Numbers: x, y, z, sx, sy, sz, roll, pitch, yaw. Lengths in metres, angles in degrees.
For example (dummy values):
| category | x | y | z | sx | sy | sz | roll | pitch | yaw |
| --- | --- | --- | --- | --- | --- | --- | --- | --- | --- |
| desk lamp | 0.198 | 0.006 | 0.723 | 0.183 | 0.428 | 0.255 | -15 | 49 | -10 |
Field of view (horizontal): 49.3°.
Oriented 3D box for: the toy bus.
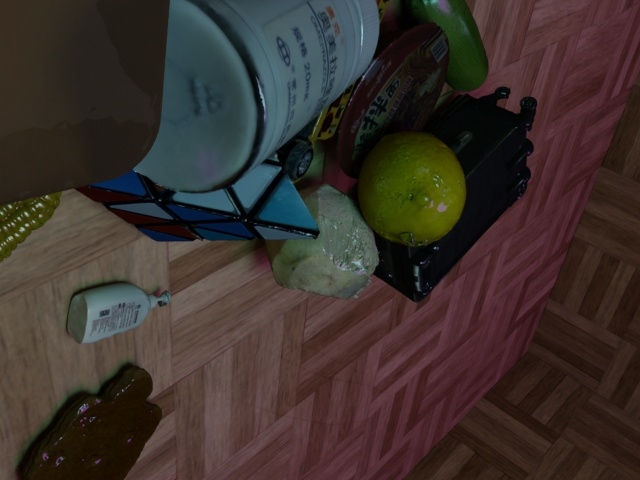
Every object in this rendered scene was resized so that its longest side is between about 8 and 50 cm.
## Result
| category | x | y | z | sx | sy | sz | roll | pitch | yaw |
| --- | --- | --- | --- | --- | --- | --- | --- | --- | --- |
| toy bus | -0.006 | -0.249 | 0.954 | 0.335 | 0.121 | 0.123 | -67 | 162 | 16 |

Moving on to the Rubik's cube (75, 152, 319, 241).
| category | x | y | z | sx | sy | sz | roll | pitch | yaw |
| --- | --- | --- | --- | --- | --- | --- | --- | --- | --- |
| Rubik's cube | -0.209 | -0.061 | 0.813 | 0.250 | 0.284 | 0.234 | -33 | 167 | 35 |

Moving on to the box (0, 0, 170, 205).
| category | x | y | z | sx | sy | sz | roll | pitch | yaw |
| --- | --- | --- | --- | --- | --- | --- | --- | --- | --- |
| box | -0.263 | -0.224 | 0.478 | 0.239 | 0.229 | 0.339 | -22 | 135 | -45 |

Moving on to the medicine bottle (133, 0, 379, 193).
| category | x | y | z | sx | sy | sz | roll | pitch | yaw |
| --- | --- | --- | --- | --- | --- | --- | --- | --- | --- |
| medicine bottle | -0.071 | -0.198 | 0.732 | 0.332 | 0.190 | 0.190 | -51 | 157 | -53 |

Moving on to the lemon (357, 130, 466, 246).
| category | x | y | z | sx | sy | sz | roll | pitch | yaw |
| --- | --- | --- | --- | --- | --- | --- | --- | --- | --- |
| lemon | 0.142 | -0.084 | 1.098 | 0.173 | 0.206 | 0.173 | -4 | 127 | -5 |

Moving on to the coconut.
| category | x | y | z | sx | sy | sz | roll | pitch | yaw |
| --- | --- | --- | --- | --- | --- | --- | --- | --- | --- |
| coconut | -0.003 | -0.001 | 1.135 | 0.194 | 0.194 | 0.194 | -37 | 144 | -32 |

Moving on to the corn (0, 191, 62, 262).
| category | x | y | z | sx | sy | sz | roll | pitch | yaw |
| --- | --- | --- | --- | --- | --- | --- | --- | --- | --- |
| corn | -0.378 | 0.020 | 0.665 | 0.313 | 0.102 | 0.102 | -47 | 149 | -19 |

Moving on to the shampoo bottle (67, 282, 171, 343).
| category | x | y | z | sx | sy | sz | roll | pitch | yaw |
| --- | --- | --- | --- | --- | --- | --- | --- | --- | --- |
| shampoo bottle | -0.266 | 0.091 | 0.955 | 0.152 | 0.045 | 0.077 | -13 | 126 | -49 |

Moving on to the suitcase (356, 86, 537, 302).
| category | x | y | z | sx | sy | sz | roll | pitch | yaw |
| --- | --- | --- | --- | --- | --- | --- | --- | --- | --- |
| suitcase | 0.251 | -0.095 | 1.401 | 0.434 | 0.194 | 0.283 | -46 | 149 | -20 |

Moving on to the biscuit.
| category | x | y | z | sx | sy | sz | roll | pitch | yaw |
| --- | --- | --- | --- | --- | --- | --- | --- | --- | --- |
| biscuit | -0.346 | 0.312 | 1.048 | 0.290 | 0.041 | 0.208 | -58 | 151 | -1 |

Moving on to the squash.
| category | x | y | z | sx | sy | sz | roll | pitch | yaw |
| --- | --- | --- | --- | --- | --- | --- | --- | --- | --- |
| squash | 0.223 | -0.359 | 1.212 | 0.101 | 0.101 | 0.379 | -57 | 149 | -1 |

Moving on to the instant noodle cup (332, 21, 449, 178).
| category | x | y | z | sx | sy | sz | roll | pitch | yaw |
| --- | --- | --- | --- | --- | --- | --- | --- | --- | --- |
| instant noodle cup | 0.091 | -0.238 | 1.122 | 0.274 | 0.091 | 0.274 | -38 | 151 | -26 |
